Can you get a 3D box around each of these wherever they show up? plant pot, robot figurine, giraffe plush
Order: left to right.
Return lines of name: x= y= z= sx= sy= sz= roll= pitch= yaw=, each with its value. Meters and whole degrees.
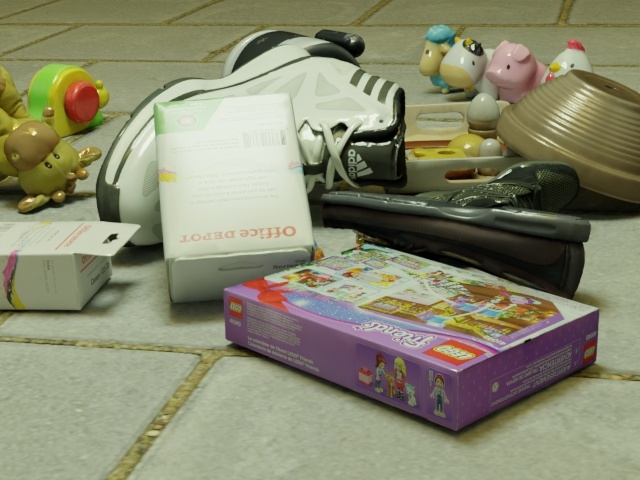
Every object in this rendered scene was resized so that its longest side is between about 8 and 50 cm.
giraffe plush: x=-0.402 y=-0.116 z=1.707 sx=0.170 sy=0.181 sz=0.210 roll=29 pitch=-1 yaw=40
robot figurine: x=-0.039 y=-0.231 z=1.948 sx=0.209 sy=0.173 sz=0.278 roll=-9 pitch=20 yaw=-30
plant pot: x=0.354 y=-0.147 z=1.624 sx=0.237 sy=0.109 sz=0.237 roll=19 pitch=21 yaw=-8

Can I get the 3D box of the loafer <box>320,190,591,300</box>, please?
loafer: x=0.130 y=0.005 z=1.328 sx=0.302 sy=0.095 sz=0.109 roll=8 pitch=4 yaw=29

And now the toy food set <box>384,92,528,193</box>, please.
toy food set: x=0.189 y=-0.143 z=1.773 sx=0.220 sy=0.092 sz=0.306 roll=-3 pitch=19 yaw=-2

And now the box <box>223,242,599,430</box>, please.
box: x=0.079 y=0.078 z=1.172 sx=0.201 sy=0.057 sz=0.293 roll=-17 pitch=23 yaw=-41

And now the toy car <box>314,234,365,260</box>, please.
toy car: x=0.000 y=0.000 z=1.445 sx=0.060 sy=0.040 sz=0.122 roll=13 pitch=24 yaw=37

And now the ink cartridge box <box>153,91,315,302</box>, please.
ink cartridge box: x=-0.095 y=-0.047 z=1.355 sx=0.154 sy=0.093 sz=0.212 roll=-5 pitch=54 yaw=-6

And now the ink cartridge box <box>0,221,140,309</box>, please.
ink cartridge box: x=-0.298 y=0.026 z=1.355 sx=0.198 sy=0.067 sz=0.115 roll=0 pitch=19 yaw=9

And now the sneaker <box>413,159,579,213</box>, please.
sneaker: x=0.219 y=-0.028 z=1.445 sx=0.227 sy=0.087 sz=0.130 roll=-13 pitch=23 yaw=-22

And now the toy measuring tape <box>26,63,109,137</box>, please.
toy measuring tape: x=-0.459 y=-0.218 z=2.037 sx=0.121 sy=0.121 sz=0.330 roll=10 pitch=22 yaw=31

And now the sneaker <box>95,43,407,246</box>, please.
sneaker: x=-0.049 y=-0.114 z=1.531 sx=0.257 sy=0.169 sz=0.447 roll=14 pitch=36 yaw=33

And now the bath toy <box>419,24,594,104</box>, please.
bath toy: x=0.327 y=-0.295 z=2.168 sx=0.151 sy=0.129 sz=0.348 roll=-16 pitch=24 yaw=-37
